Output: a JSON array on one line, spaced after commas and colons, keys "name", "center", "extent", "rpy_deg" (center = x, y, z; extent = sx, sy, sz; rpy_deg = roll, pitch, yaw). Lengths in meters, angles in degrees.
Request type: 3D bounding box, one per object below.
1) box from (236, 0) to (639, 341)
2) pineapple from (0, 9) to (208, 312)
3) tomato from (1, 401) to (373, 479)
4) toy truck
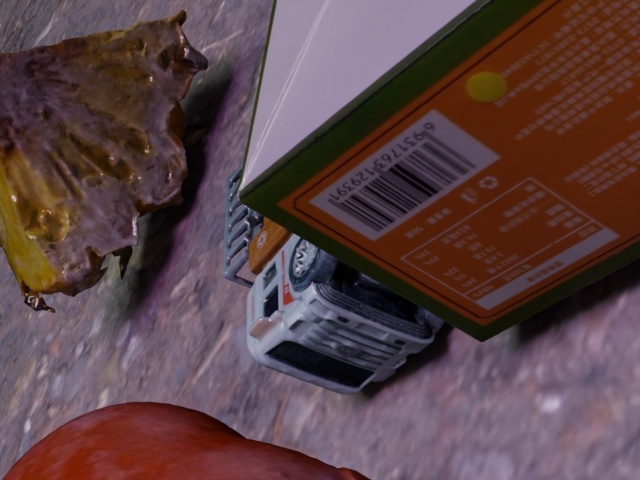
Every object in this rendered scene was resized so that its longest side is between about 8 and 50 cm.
[{"name": "box", "center": [0.089, -0.091, 0.473], "extent": [0.195, 0.148, 0.178], "rpy_deg": [-36, 34, 40]}, {"name": "pineapple", "center": [-0.178, -0.073, 0.853], "extent": [0.114, 0.186, 0.236], "rpy_deg": [-22, 42, 48]}, {"name": "tomato", "center": [-0.037, 0.161, 0.405], "extent": [0.208, 0.208, 0.184], "rpy_deg": [-1, 62, 58]}, {"name": "toy truck", "center": [-0.001, 0.000, 0.616], "extent": [0.115, 0.080, 0.178], "rpy_deg": [-47, 31, 36]}]
